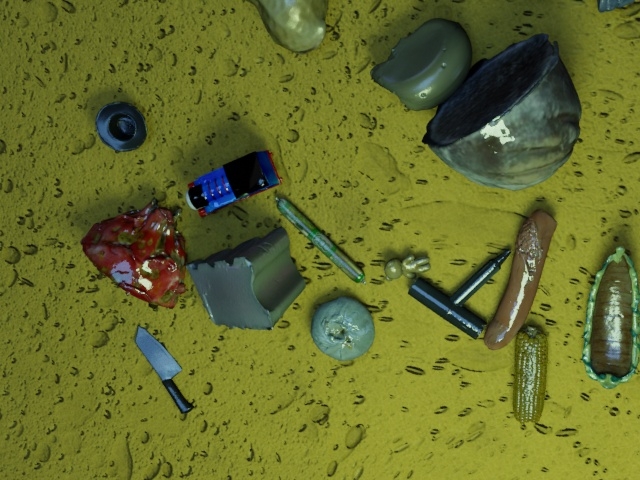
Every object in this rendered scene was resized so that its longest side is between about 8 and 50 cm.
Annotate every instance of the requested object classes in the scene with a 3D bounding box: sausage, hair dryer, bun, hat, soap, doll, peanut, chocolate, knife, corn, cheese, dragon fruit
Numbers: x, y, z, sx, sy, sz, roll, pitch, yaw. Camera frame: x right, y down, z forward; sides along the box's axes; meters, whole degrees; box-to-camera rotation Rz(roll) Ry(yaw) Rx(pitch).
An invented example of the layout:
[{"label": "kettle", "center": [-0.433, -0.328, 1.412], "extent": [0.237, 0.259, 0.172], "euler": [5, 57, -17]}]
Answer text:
[{"label": "sausage", "center": [0.403, 0.083, 1.713], "extent": [0.078, 0.078, 0.304], "euler": [18, 102, 11]}, {"label": "hair dryer", "center": [0.300, 0.078, 1.754], "extent": [0.173, 0.050, 0.194], "euler": [33, 99, 7]}, {"label": "bun", "center": [0.046, 0.190, 1.806], "extent": [0.141, 0.083, 0.140], "euler": [1, 96, 10]}, {"label": "hat", "center": [-0.434, -0.253, 1.883], "extent": [0.121, 0.050, 0.121], "euler": [1, 100, 7]}, {"label": "soap", "center": [-0.186, 0.103, 1.747], "extent": [0.258, 0.302, 0.158], "euler": [-18, 97, 17]}, {"label": "doll", "center": [0.180, 0.058, 1.774], "extent": [0.093, 0.051, 0.061], "euler": [3, 126, 16]}, {"label": "peanut", "center": [-0.094, -0.542, 1.713], "extent": [0.174, 0.158, 0.340], "euler": [-42, 90, -6]}, {"label": "chocolate", "center": [0.370, -0.211, 1.600], "extent": [0.303, 0.303, 0.213], "euler": [-37, 111, 15]}, {"label": "knife", "center": [-0.354, 0.290, 1.949], "extent": [0.060, 0.028, 0.230], "euler": [-36, 85, 3]}, {"label": "corn", "center": [0.427, 0.274, 1.733], "extent": [0.068, 0.068, 0.207], "euler": [2, 97, 13]}, {"label": "sausage", "center": [0.000, 0.000, 1.819], "extent": [0.269, 0.033, 0.033], "euler": [43, 104, 5]}, {"label": "cheese", "center": [0.212, -0.348, 1.675], "extent": [0.202, 0.091, 0.175], "euler": [-46, 47, -2]}, {"label": "dragon fruit", "center": [-0.393, 0.001, 1.863], "extent": [0.262, 0.134, 0.211], "euler": [34, 92, 12]}]

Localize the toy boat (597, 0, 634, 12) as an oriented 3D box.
[{"label": "toy boat", "center": [0.543, -0.565, 1.572], "extent": [0.078, 0.127, 0.282], "euler": [0, 95, 7]}]

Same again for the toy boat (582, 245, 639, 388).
[{"label": "toy boat", "center": [0.574, 0.140, 1.669], "extent": [0.109, 0.099, 0.292], "euler": [3, 105, 13]}]

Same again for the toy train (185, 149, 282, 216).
[{"label": "toy train", "center": [-0.190, -0.120, 1.799], "extent": [0.204, 0.131, 0.082], "euler": [-22, 92, 15]}]
